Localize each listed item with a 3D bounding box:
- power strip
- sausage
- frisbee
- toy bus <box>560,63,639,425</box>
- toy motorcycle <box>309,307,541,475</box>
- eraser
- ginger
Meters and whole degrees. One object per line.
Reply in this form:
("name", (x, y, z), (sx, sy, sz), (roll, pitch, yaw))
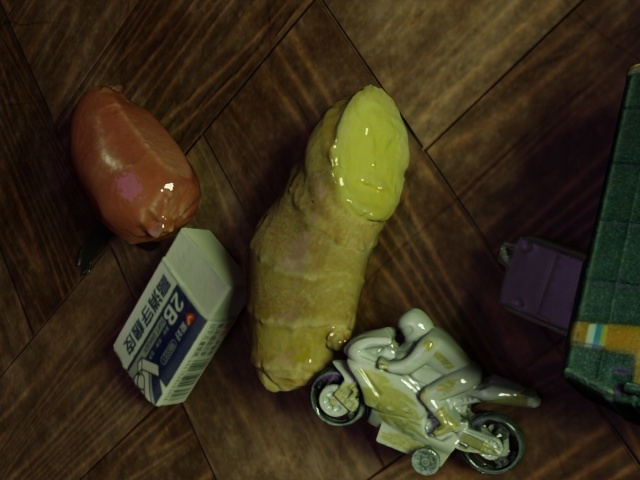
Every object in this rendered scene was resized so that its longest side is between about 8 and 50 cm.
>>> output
("power strip", (0.279, 0.067, 0.704), (0.272, 0.052, 0.078), (23, 103, 36))
("sausage", (-0.252, -0.097, 1.078), (0.254, 0.148, 0.148), (50, 118, 34))
("frisbee", (-0.324, -0.025, 1.213), (0.187, 0.012, 0.211), (-49, 61, 28))
("toy bus", (0.288, 0.010, 0.596), (0.167, 0.138, 0.275), (6, 74, 35))
("toy motorcycle", (0.102, 0.145, 0.808), (0.228, 0.074, 0.151), (14, 99, 17))
("eraser", (-0.182, 0.101, 1.060), (0.124, 0.068, 0.210), (48, 116, 32))
("ginger", (0.000, 0.000, 0.888), (0.190, 0.126, 0.354), (38, 109, 44))
